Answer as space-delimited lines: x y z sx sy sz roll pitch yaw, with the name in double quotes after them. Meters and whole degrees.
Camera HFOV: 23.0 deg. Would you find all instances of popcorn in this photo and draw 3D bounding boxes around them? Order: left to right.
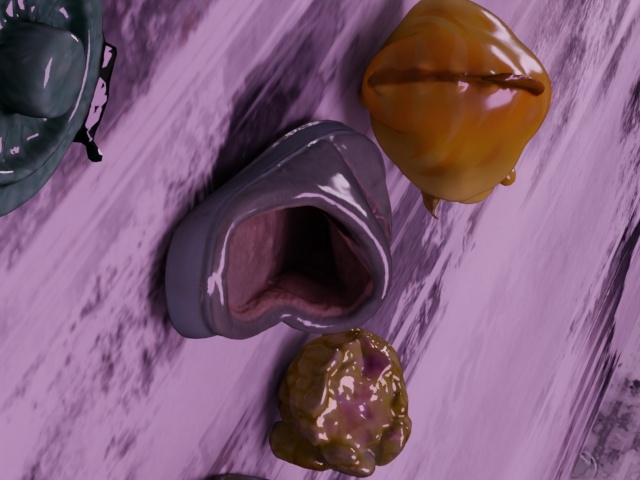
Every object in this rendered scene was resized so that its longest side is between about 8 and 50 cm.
0.014 0.110 1.112 0.097 0.089 0.109 33 61 -35 "popcorn"

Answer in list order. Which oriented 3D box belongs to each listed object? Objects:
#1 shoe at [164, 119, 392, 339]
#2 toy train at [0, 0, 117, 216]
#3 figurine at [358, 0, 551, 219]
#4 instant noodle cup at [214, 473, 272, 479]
0.000 0.000 0.938 0.251 0.100 0.103 -33 137 -59 "shoe"
-0.130 -0.159 0.359 0.237 0.150 0.368 16 90 -66 "toy train"
0.095 -0.090 1.114 0.246 0.131 0.156 38 50 -84 "figurine"
0.012 0.313 1.017 0.214 0.296 0.296 -63 162 3 "instant noodle cup"
